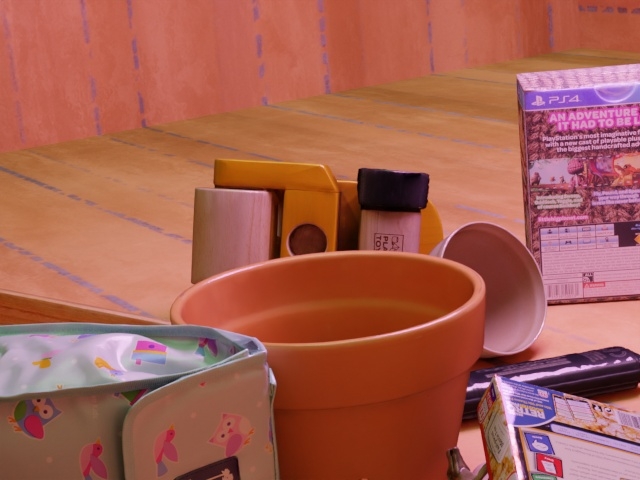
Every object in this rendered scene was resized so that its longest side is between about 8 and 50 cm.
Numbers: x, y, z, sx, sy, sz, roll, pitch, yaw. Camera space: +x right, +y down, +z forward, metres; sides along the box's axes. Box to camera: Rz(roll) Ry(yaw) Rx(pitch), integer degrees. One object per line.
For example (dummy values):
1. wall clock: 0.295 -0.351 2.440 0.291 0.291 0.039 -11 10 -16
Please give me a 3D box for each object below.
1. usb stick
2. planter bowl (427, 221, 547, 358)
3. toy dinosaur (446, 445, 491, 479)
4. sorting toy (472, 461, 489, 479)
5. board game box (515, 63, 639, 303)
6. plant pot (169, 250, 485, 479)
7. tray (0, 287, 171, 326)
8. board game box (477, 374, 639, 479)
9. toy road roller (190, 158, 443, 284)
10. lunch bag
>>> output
1. usb stick: 0.213 0.157 1.494 0.278 0.045 0.077 -9 8 -13
2. planter bowl: 0.175 0.071 1.660 0.162 0.162 0.109 -17 -9 -38
3. toy dinosaur: 0.132 0.234 1.155 0.053 0.092 0.183 35 32 -12
4. sorting toy: 0.227 0.226 1.219 0.196 0.047 0.348 -3 15 7
5. board game box: 0.385 -0.078 1.839 0.232 0.291 0.141 -3 15 5
6. plant pot: 0.014 0.143 1.300 0.291 0.203 0.291 -4 15 1
7. tray: -0.287 0.140 1.561 0.411 0.076 0.203 9 19 18
8. board game box: 0.210 0.200 1.111 0.146 0.045 0.193 15 32 -11
9. toy road roller: 0.000 0.000 1.869 0.329 0.202 0.240 3 2 2
10. lunch bag: -0.162 0.188 1.154 0.262 0.223 0.160 -2 21 5
